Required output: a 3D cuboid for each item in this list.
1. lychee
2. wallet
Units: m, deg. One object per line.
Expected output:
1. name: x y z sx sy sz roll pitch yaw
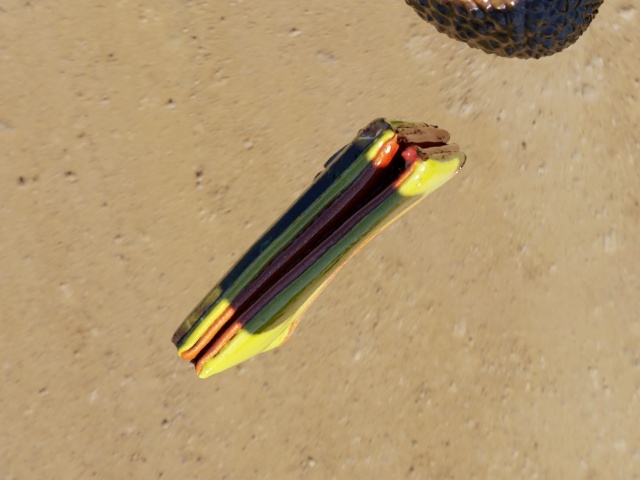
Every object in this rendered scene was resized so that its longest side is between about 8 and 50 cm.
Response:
1. lychee: 0.150 -0.242 0.984 0.194 0.194 0.194 2 102 11
2. wallet: 0.000 0.000 0.922 0.241 0.141 0.067 -45 79 20
